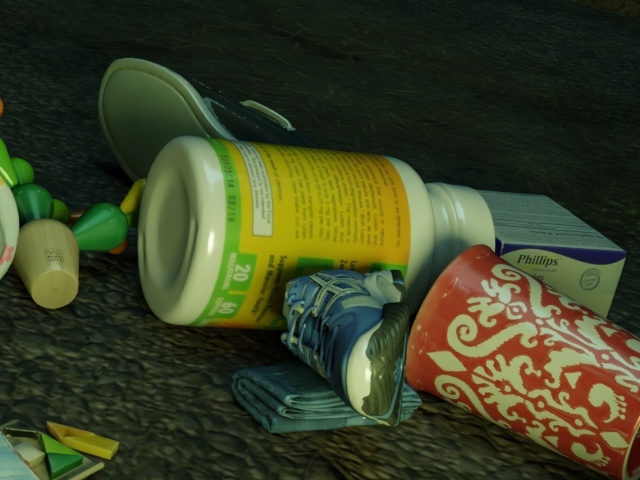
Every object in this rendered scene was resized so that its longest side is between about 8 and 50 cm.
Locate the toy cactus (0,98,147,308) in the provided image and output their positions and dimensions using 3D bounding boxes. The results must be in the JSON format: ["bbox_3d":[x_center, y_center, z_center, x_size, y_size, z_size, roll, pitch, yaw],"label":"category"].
[{"bbox_3d":[-0.206,-0.020,1.270,0.219,0.112,0.180,13,27,-27],"label":"toy cactus"}]

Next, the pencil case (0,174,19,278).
[{"bbox_3d":[-0.269,0.025,1.038,0.113,0.124,0.273,13,18,1],"label":"pencil case"}]

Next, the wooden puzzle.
[{"bbox_3d":[-0.171,0.125,0.984,0.078,0.014,0.116,18,20,16],"label":"wooden puzzle"}]

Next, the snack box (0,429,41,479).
[{"bbox_3d":[-0.191,0.166,0.552,0.174,0.207,0.070,0,22,-35],"label":"snack box"}]

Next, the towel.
[{"bbox_3d":[0.004,0.101,1.145,0.119,0.029,0.067,-2,23,-36],"label":"towel"}]

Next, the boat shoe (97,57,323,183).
[{"bbox_3d":[-0.074,-0.066,1.466,0.091,0.114,0.302,-9,41,-47],"label":"boat shoe"}]

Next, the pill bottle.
[{"bbox_3d":[0.000,0.000,1.264,0.245,0.136,0.136,4,21,-26],"label":"pill bottle"}]

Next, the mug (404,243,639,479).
[{"bbox_3d":[0.168,0.077,1.178,0.169,0.113,0.150,28,53,27],"label":"mug"}]

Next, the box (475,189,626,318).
[{"bbox_3d":[0.165,0.012,1.442,0.126,0.072,0.137,4,20,-27],"label":"box"}]

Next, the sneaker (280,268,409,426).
[{"bbox_3d":[0.015,0.067,1.102,0.081,0.080,0.211,6,9,-2],"label":"sneaker"}]
